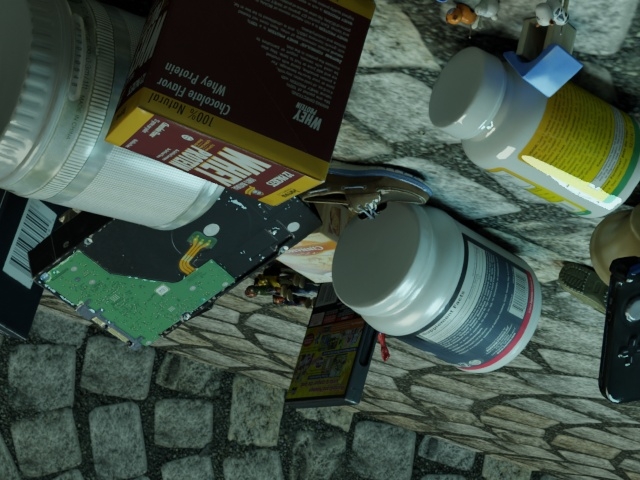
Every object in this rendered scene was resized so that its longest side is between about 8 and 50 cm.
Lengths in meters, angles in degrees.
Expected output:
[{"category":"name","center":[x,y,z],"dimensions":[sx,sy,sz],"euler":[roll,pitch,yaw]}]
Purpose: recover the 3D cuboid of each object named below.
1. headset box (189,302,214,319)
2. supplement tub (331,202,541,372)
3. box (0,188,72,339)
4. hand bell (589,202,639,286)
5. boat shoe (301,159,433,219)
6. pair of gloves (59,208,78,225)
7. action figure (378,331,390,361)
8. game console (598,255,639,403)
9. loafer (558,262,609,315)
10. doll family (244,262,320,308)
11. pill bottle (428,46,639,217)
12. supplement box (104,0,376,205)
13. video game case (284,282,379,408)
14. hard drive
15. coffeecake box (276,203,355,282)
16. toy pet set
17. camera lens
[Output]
[{"category":"headset box","center":[-0.330,0.048,2.275],"dimensions":[0.246,0.131,0.283],"euler":[21,164,-15]},{"category":"supplement tub","center":[0.168,0.064,1.728],"dimensions":[0.272,0.191,0.191],"euler":[28,161,-37]},{"category":"box","center":[-0.648,-0.036,1.990],"dimensions":[0.395,0.293,0.212],"euler":[10,163,18]},{"category":"hand bell","center":[0.394,-0.040,1.369],"dimensions":[0.126,0.126,0.242],"euler":[14,152,5]},{"category":"boat shoe","center":[0.060,-0.062,1.624],"dimensions":[0.183,0.066,0.066],"euler":[10,165,24]},{"category":"pair of gloves","center":[-0.317,-0.030,1.790],"dimensions":[0.042,0.240,0.204],"euler":[-14,152,23]},{"category":"action figure","center":[0.166,0.192,2.298],"dimensions":[0.280,0.139,0.091],"euler":[20,163,-8]},{"category":"game console","center":[0.481,0.075,1.331],"dimensions":[0.293,0.250,0.173],"euler":[-6,-161,-22]},{"category":"loafer","center":[0.419,0.079,1.791],"dimensions":[0.148,0.056,0.050],"euler":[32,176,3]},{"category":"doll family","center":[-0.068,0.092,2.283],"dimensions":[0.111,0.076,0.193],"euler":[-1,161,35]},{"category":"pill bottle","center":[0.215,-0.111,1.210],"dimensions":[0.208,0.117,0.117],"euler":[23,163,-25]},{"category":"supplement box","center":[-0.078,-0.163,1.169],"dimensions":[0.191,0.194,0.129],"euler":[21,163,-19]},{"category":"video game case","center":[0.033,0.170,2.123],"dimensions":[0.035,0.248,0.275],"euler":[23,163,-18]},{"category":"hard drive","center":[-0.197,-0.004,1.657],"dimensions":[0.339,0.064,0.237],"euler":[-36,135,11]},{"category":"coffeecake box","center":[0.000,0.000,1.872],"dimensions":[0.142,0.068,0.185],"euler":[-7,154,36]},{"category":"toy pet set","center":[0.175,-0.183,1.097],"dimensions":[0.114,0.065,0.122],"euler":[28,161,-39]},{"category":"camera lens","center":[-0.234,-0.139,1.297],"dimensions":[0.274,0.219,0.219],"euler":[15,168,-39]}]
